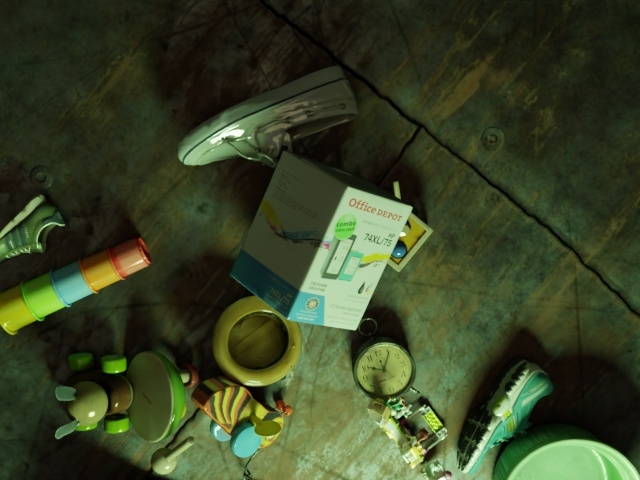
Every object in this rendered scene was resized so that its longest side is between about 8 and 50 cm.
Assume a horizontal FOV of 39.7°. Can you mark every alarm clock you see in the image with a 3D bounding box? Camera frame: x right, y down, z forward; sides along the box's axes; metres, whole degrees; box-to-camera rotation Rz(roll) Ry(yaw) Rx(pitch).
[{"bbox_3d":[0.124,0.248,1.839,0.129,0.064,0.192,-20,101,1],"label":"alarm clock"}]

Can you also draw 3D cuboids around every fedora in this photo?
[{"bbox_3d":[-0.136,0.207,1.802,0.194,0.079,0.194,7,73,-22],"label":"fedora"}]

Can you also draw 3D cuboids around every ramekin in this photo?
[{"bbox_3d":[0.505,0.531,1.846,0.304,0.148,0.303,0,98,-1],"label":"ramekin"}]

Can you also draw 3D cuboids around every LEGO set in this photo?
[{"bbox_3d":[0.187,0.379,1.825,0.107,0.132,0.287,-36,120,-2],"label":"LEGO set"}]

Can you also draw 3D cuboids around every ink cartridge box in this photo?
[{"bbox_3d":[0.000,0.000,1.691,0.198,0.197,0.270,14,104,-46],"label":"ink cartridge box"}]

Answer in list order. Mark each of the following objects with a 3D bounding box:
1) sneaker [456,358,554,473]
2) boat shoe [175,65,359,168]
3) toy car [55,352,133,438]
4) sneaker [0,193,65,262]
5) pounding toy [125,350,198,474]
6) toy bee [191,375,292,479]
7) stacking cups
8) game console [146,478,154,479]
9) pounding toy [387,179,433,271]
[{"bbox_3d":[0.384,0.381,1.847,0.110,0.107,0.275,35,96,-12],"label":"sneaker"},{"bbox_3d":[-0.092,-0.197,1.734,0.367,0.136,0.156,-24,83,-5],"label":"boat shoe"},{"bbox_3d":[-0.476,0.320,1.757,0.149,0.188,0.155,0,96,17],"label":"toy car"},{"bbox_3d":[-0.596,0.002,1.783,0.086,0.064,0.192,43,91,-2],"label":"sneaker"},{"bbox_3d":[-0.299,0.336,1.809,0.183,0.110,0.236,-45,59,38],"label":"pounding toy"},{"bbox_3d":[-0.146,0.363,1.818,0.195,0.298,0.162,36,64,27],"label":"toy bee"},{"bbox_3d":[-0.500,0.078,1.786,0.316,0.096,0.096,-27,98,0],"label":"stacking cups"},{"bbox_3d":[-0.359,0.667,1.836,0.173,0.250,0.293,21,97,22],"label":"game console"},{"bbox_3d":[0.150,-0.032,1.783,0.130,0.100,0.141,39,95,-6],"label":"pounding toy"}]
